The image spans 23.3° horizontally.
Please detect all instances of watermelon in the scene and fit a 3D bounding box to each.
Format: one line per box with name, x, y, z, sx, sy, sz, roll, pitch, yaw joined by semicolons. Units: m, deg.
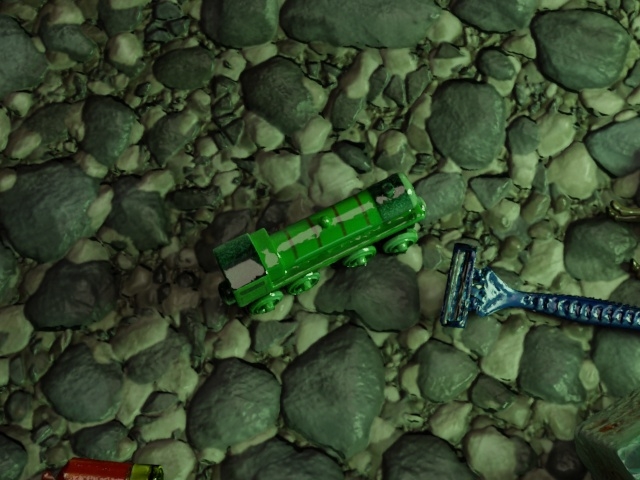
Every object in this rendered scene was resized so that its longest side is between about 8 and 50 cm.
watermelon;0.338;0.245;1.574;0.214;0.289;0.319;6;84;36

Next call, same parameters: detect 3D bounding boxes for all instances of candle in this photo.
candle;-0.236;0.261;1.670;0.131;0.052;0.052;3;72;5

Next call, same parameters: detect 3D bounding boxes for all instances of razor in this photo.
razor;0.297;0.075;1.702;0.324;0.056;0.093;10;87;3

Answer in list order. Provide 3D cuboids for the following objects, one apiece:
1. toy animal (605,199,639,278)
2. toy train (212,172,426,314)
toy animal;0.412;-0.050;1.725;0.186;0.094;0.214;-20;79;1
toy train;0.000;0.000;1.709;0.251;0.119;0.085;-26;71;-4
